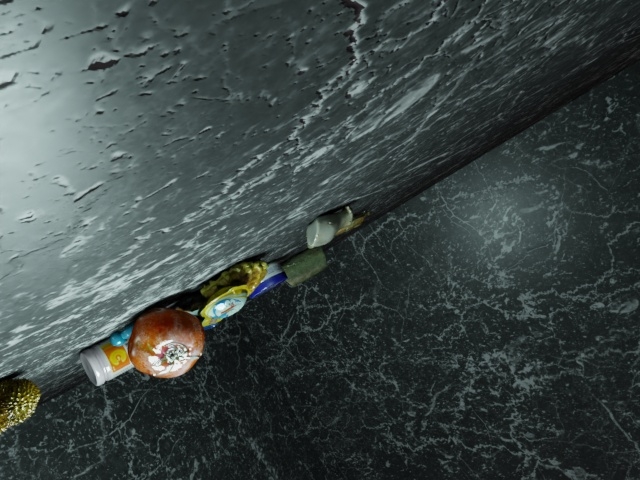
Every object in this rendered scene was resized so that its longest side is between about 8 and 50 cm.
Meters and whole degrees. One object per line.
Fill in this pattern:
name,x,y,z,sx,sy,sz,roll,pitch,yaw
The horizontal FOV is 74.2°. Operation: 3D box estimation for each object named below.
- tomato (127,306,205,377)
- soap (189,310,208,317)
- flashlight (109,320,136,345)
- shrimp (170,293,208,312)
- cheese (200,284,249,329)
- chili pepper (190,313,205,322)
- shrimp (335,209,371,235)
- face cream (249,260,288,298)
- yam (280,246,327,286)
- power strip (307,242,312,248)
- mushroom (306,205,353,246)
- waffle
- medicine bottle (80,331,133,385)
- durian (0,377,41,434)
tomato,-0.485,0.316,1.329,0.232,0.231,0.188,-29,-145,-12
soap,-0.488,0.286,1.870,0.150,0.094,0.261,-32,180,-36
flashlight,-0.629,0.300,1.391,0.129,0.051,0.051,-33,176,-4
shrimp,-0.498,0.245,1.572,0.165,0.062,0.317,-22,174,-6
cheese,-0.331,0.227,1.418,0.177,0.069,0.270,-9,150,-50
chili pepper,-0.482,0.296,1.537,0.122,0.065,0.279,12,169,21
shrimp,0.128,-0.072,2.033,0.255,0.059,0.145,-28,178,-23
face cream,-0.269,0.184,2.021,0.206,0.111,0.206,-30,175,-3
yam,-0.108,0.149,2.409,0.305,0.167,0.168,-30,176,-18
power strip,0.000,0.000,2.167,0.092,0.034,0.268,-31,176,17
mushroom,0.036,-0.047,1.467,0.225,0.093,0.116,-19,148,-44
waffle,-0.316,0.171,1.509,0.282,0.058,0.300,-13,149,-51
medicine bottle,-0.674,0.381,1.461,0.250,0.133,0.133,-24,173,-43
durian,-0.814,0.423,1.091,0.158,0.136,0.168,-6,179,-26
